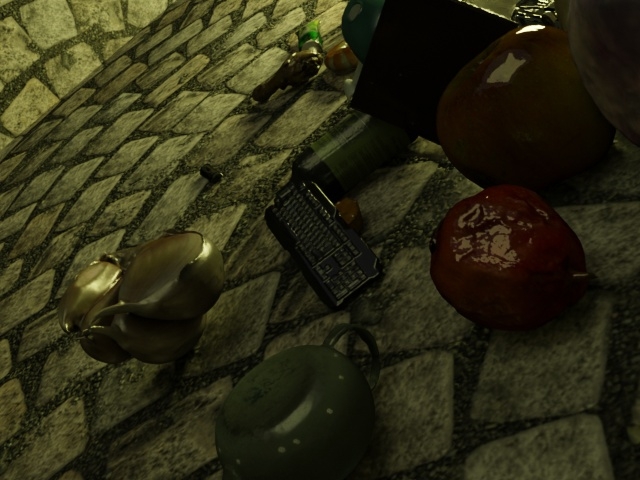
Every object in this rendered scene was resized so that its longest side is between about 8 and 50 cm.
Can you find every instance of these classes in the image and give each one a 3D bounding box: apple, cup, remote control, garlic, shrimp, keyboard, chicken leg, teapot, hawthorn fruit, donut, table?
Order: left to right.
[{"bbox_3d":[-0.275,0.081,1.445,0.292,0.237,0.210,-102,26,-62],"label":"garlic"},{"bbox_3d":[-0.236,-0.145,1.998,0.034,0.016,0.091,-37,28,-11],"label":"remote control"},{"bbox_3d":[-0.083,-0.371,2.124,0.198,0.069,0.085,-26,27,33],"label":"chicken leg"},{"bbox_3d":[-0.024,0.216,1.077,0.193,0.129,0.294,3,45,51],"label":"teapot"},{"bbox_3d":[0.000,0.000,1.418,0.106,0.016,0.262,-37,45,-1],"label":"keyboard"},{"bbox_3d":[0.019,-0.019,1.478,0.108,0.043,0.097,-22,31,21],"label":"donut"},{"bbox_3d":[0.085,-0.425,2.043,0.161,0.049,0.166,-8,31,45],"label":"shrimp"},{"bbox_3d":[0.141,-0.387,1.795,0.299,0.167,0.173,-55,31,22],"label":"cup"},{"bbox_3d":[0.202,-0.343,1.496,0.282,0.196,0.250,-64,-6,-46],"label":"table"},{"bbox_3d":[0.212,0.021,1.072,0.173,0.173,0.179,-33,27,7],"label":"hawthorn fruit"},{"bbox_3d":[0.283,-0.170,1.270,0.237,0.207,0.237,-41,9,8],"label":"apple"}]

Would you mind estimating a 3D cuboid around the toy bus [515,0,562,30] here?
[{"bbox_3d":[0.384,-0.379,1.584,0.073,0.076,0.167,-41,30,-6],"label":"toy bus"}]

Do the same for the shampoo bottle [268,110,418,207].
[{"bbox_3d":[0.029,-0.133,1.580,0.284,0.101,0.101,-37,27,-1],"label":"shampoo bottle"}]

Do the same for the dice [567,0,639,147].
[{"bbox_3d":[0.474,-0.257,1.076,0.271,0.270,0.270,-44,28,-15],"label":"dice"}]

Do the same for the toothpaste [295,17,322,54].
[{"bbox_3d":[-0.026,-0.485,2.257,0.078,0.047,0.248,-28,26,12],"label":"toothpaste"}]

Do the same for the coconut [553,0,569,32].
[{"bbox_3d":[0.436,-0.348,1.321,0.241,0.241,0.241,-28,29,17],"label":"coconut"}]
